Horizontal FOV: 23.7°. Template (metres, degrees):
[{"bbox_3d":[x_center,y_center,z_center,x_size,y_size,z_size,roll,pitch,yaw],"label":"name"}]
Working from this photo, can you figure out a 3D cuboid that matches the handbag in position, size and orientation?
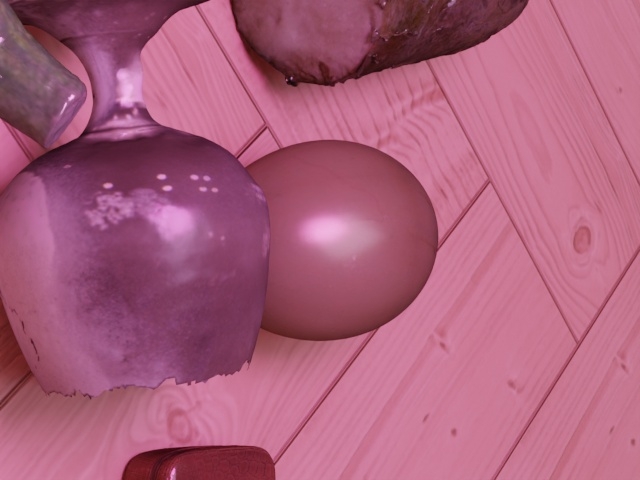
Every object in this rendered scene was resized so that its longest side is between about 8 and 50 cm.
[{"bbox_3d":[-0.110,0.275,1.343,0.151,0.072,0.193,12,78,-44],"label":"handbag"}]

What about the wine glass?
[{"bbox_3d":[-0.157,-0.042,1.225,0.238,0.238,0.323,-5,92,-46],"label":"wine glass"}]

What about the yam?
[{"bbox_3d":[0.074,-0.269,1.513,0.300,0.195,0.195,-22,101,-44],"label":"yam"}]

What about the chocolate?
[{"bbox_3d":[-0.293,-0.176,1.092,0.291,0.110,0.110,39,53,1],"label":"chocolate"}]

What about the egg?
[{"bbox_3d":[0.000,0.000,1.404,0.241,0.186,0.186,-4,88,-43],"label":"egg"}]
